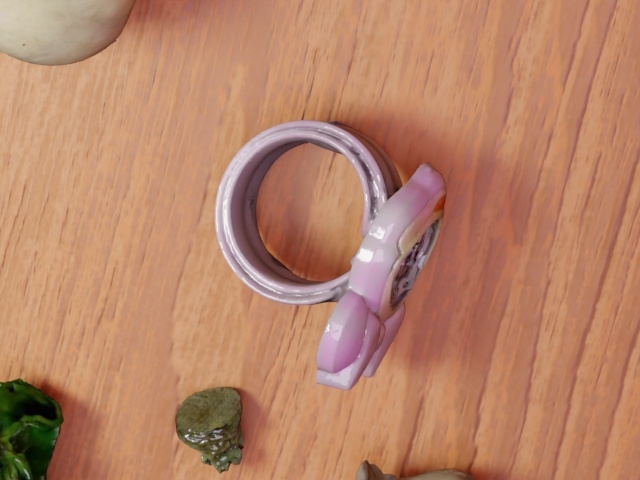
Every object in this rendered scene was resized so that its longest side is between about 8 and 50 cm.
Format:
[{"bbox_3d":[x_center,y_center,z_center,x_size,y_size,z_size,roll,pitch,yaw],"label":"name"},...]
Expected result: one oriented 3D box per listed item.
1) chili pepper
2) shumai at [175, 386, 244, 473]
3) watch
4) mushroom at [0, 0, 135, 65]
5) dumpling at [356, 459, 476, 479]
[{"bbox_3d":[-0.370,0.350,2.045,0.167,0.213,0.385,3,117,-43],"label":"chili pepper"},{"bbox_3d":[-0.117,0.215,2.058,0.082,0.083,0.080,19,141,25],"label":"shumai"},{"bbox_3d":[0.000,0.000,1.937,0.218,0.211,0.248,27,98,13],"label":"watch"},{"bbox_3d":[-0.262,-0.303,1.793,0.356,0.315,0.315,28,106,-21],"label":"mushroom"},{"bbox_3d":[0.150,0.348,1.994,0.243,0.227,0.175,5,108,-7],"label":"dumpling"}]
